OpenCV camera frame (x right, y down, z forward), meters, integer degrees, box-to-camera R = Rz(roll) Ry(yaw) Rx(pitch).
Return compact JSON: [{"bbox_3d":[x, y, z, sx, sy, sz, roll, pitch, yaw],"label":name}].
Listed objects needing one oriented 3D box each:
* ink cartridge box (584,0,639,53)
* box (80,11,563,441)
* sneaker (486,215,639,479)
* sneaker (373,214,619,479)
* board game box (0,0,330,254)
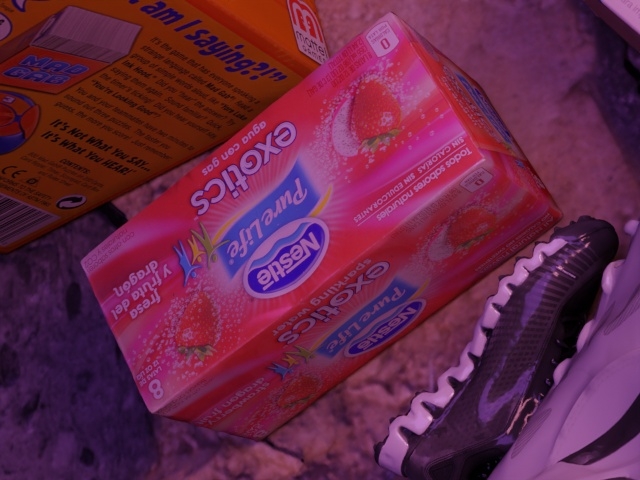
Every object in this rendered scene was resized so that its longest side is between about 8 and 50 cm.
[{"bbox_3d":[0.287,-0.212,1.028,0.232,0.168,0.171,-47,57,10],"label":"ink cartridge box"},{"bbox_3d":[0.000,0.000,1.148,0.300,0.154,0.142,-37,61,15],"label":"box"},{"bbox_3d":[0.221,0.062,0.944,0.447,0.169,0.257,125,161,-50],"label":"sneaker"},{"bbox_3d":[0.143,0.095,1.084,0.106,0.078,0.234,43,102,28],"label":"sneaker"},{"bbox_3d":[-0.259,-0.252,1.249,0.356,0.356,0.356,-25,65,22],"label":"board game box"}]
